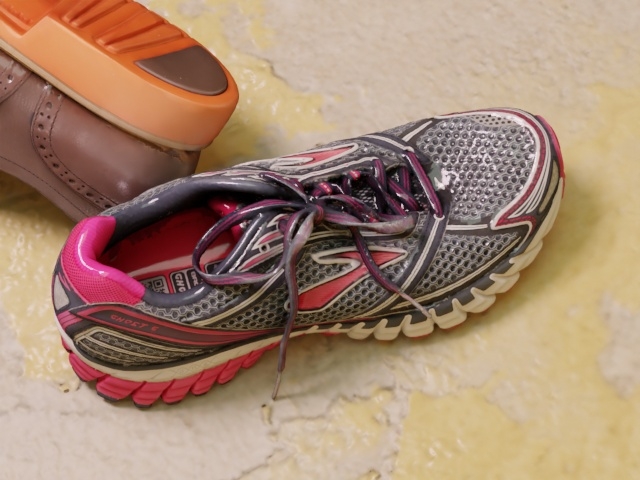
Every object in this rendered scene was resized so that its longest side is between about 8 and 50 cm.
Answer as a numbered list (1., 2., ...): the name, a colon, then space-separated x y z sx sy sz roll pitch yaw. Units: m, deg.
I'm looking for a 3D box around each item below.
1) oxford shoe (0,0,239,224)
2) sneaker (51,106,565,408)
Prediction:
1. oxford shoe: -0.231 -0.122 1.093 0.363 0.133 0.130 33 24 5
2. sneaker: 0.000 0.000 1.063 0.299 0.112 0.121 -22 62 -12
